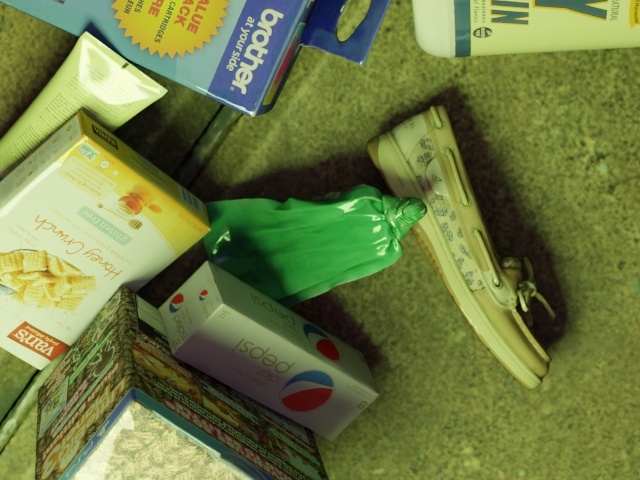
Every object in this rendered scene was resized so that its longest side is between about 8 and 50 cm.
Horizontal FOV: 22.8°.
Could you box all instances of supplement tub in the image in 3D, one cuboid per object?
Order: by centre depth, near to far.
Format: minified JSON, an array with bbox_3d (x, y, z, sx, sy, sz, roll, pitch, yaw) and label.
[{"bbox_3d":[0.241,-0.285,1.403,0.325,0.235,0.235,-3,97,5],"label":"supplement tub"}]

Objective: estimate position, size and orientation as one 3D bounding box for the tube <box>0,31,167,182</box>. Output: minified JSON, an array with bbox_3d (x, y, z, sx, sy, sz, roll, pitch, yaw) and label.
[{"bbox_3d":[-0.248,-0.103,1.498,0.240,0.070,0.062,-38,68,38],"label":"tube"}]

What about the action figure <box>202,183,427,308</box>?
[{"bbox_3d":[0.000,0.000,1.504,0.232,0.063,0.137,-16,99,32],"label":"action figure"}]

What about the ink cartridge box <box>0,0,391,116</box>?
[{"bbox_3d":[-0.120,-0.288,1.477,0.396,0.151,0.270,24,98,0],"label":"ink cartridge box"}]

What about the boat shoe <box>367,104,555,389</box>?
[{"bbox_3d":[0.149,0.008,1.513,0.089,0.104,0.285,-31,91,3],"label":"boat shoe"}]

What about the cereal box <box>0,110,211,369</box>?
[{"bbox_3d":[-0.248,0.007,1.511,0.240,0.047,0.173,-40,129,17],"label":"cereal box"}]

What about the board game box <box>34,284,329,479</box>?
[{"bbox_3d":[-0.124,0.200,1.438,0.232,0.291,0.141,36,99,-17],"label":"board game box"}]

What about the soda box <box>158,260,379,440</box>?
[{"bbox_3d":[-0.046,0.107,1.498,0.216,0.069,0.074,32,111,-36],"label":"soda box"}]
